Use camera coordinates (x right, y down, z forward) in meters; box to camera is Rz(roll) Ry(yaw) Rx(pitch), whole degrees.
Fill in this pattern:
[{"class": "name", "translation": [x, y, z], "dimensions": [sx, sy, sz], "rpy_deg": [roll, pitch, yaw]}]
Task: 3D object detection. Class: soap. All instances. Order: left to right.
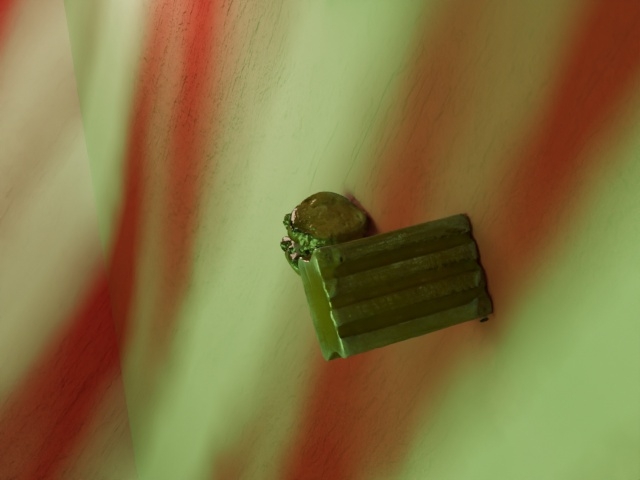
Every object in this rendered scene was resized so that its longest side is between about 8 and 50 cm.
[{"class": "soap", "translation": [0.117, 0.072, 1.829], "dimensions": [0.089, 0.274, 0.173], "rpy_deg": [-21, 83, 63]}]

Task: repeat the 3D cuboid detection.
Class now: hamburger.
[{"class": "hamburger", "translation": [0.000, 0.000, 2.172], "dimensions": [0.185, 0.159, 0.131], "rpy_deg": [34, 137, 29]}]
